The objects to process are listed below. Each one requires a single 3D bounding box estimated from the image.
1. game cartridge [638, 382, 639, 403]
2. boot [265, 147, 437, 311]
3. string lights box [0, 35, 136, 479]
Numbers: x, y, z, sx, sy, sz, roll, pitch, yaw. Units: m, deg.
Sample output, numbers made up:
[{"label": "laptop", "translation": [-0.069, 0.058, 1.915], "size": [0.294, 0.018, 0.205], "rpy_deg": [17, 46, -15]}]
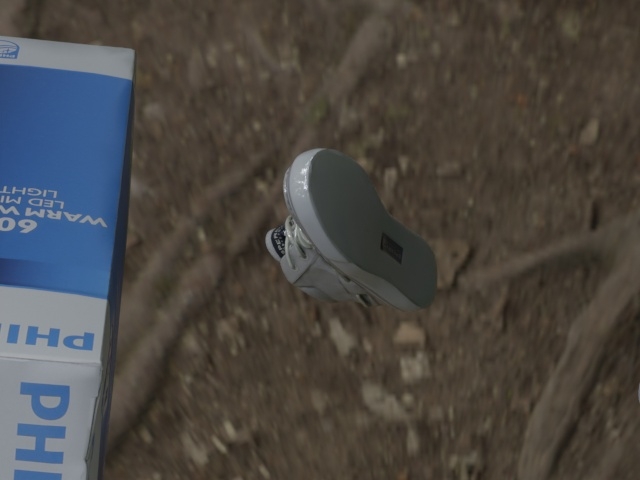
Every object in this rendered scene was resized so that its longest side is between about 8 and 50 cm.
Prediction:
[{"label": "game cartridge", "translation": [0.457, 0.085, 1.895], "size": [0.198, 0.062, 0.297], "rpy_deg": [32, 109, -19]}, {"label": "boot", "translation": [0.000, 0.000, 1.737], "size": [0.123, 0.258, 0.095], "rpy_deg": [-3, 63, 28]}, {"label": "string lights box", "translation": [-0.115, 0.032, 0.735], "size": [0.077, 0.259, 0.133], "rpy_deg": [6, 117, -6]}]
